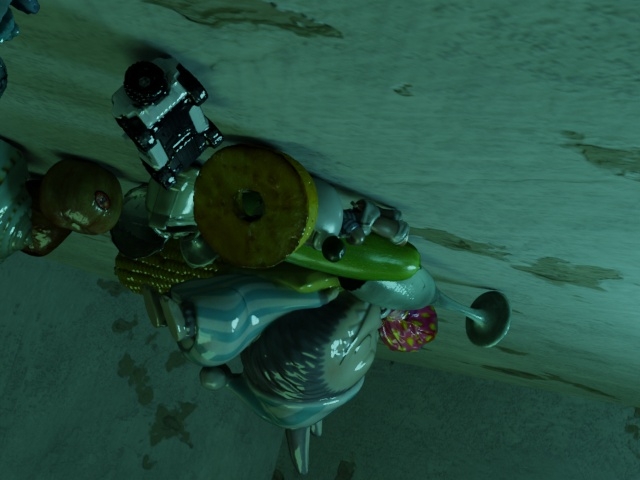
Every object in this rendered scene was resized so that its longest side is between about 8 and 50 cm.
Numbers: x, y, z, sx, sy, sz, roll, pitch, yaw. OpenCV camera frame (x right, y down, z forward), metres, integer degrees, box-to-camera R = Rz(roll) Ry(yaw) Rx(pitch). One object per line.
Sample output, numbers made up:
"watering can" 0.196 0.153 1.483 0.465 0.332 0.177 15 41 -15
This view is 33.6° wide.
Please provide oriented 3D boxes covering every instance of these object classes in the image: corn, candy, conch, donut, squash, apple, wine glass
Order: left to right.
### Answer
"conch" -0.601 -0.054 1.616 0.319 0.215 0.303 4 157 -15
"apple" -0.361 -0.066 1.598 0.126 0.102 0.126 10 167 2
"wine glass" -0.236 -0.012 1.694 0.122 0.122 0.183 10 173 29
"corn" -0.244 0.042 1.955 0.144 0.144 0.387 23 164 -41
"donut" -0.069 -0.040 1.192 0.152 0.152 0.058 11 -168 25
"squash" -0.001 0.001 1.475 0.292 0.082 0.082 17 171 -12
"candy" 0.119 0.103 1.909 0.124 0.124 0.365 11 160 27
"wine glass" 0.144 0.162 1.631 0.309 0.264 0.096 22 166 -37

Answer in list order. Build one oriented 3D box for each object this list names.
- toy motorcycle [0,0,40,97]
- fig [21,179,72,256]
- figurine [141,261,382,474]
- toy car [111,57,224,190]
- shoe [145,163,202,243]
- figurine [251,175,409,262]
"toy motorcycle" -0.346 -0.187 0.772 0.260 0.154 0.206 21 147 -10
"fig" -0.525 -0.061 1.853 0.201 0.134 0.146 29 124 -21
"figurine" -0.066 0.215 1.700 0.361 0.378 0.266 -13 -170 -23
"toy car" -0.150 -0.116 0.997 0.070 0.080 0.171 45 171 15
"shoe" -0.187 -0.043 1.475 0.103 0.098 0.275 18 173 9
"figurine" 0.010 -0.021 1.286 0.197 0.093 0.147 19 -157 -28
